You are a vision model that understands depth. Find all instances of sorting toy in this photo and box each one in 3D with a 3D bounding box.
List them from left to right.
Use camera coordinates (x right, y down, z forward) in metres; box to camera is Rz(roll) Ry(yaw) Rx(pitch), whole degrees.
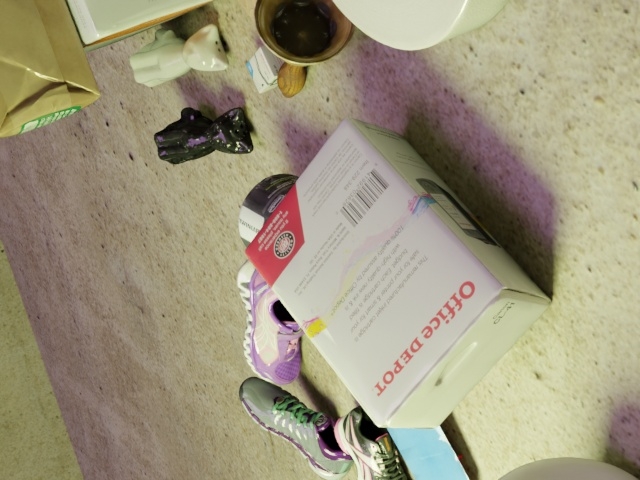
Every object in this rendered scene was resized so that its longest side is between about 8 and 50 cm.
[{"bbox_3d":[-0.101,-0.343,1.906,0.083,0.012,0.062,55,158,17],"label":"sorting toy"}]

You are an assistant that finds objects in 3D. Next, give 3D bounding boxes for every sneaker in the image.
[{"bbox_3d":[-0.061,0.136,2.151,0.104,0.095,0.236,22,132,40],"label":"sneaker"},{"bbox_3d":[-0.027,0.282,2.190,0.223,0.083,0.098,39,139,4],"label":"sneaker"},{"bbox_3d":[0.086,0.324,2.038,0.178,0.072,0.077,52,141,17],"label":"sneaker"}]

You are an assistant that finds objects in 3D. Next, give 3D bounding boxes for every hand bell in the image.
[{"bbox_3d":[-0.029,-0.240,1.782,0.126,0.126,0.242,61,168,12],"label":"hand bell"}]

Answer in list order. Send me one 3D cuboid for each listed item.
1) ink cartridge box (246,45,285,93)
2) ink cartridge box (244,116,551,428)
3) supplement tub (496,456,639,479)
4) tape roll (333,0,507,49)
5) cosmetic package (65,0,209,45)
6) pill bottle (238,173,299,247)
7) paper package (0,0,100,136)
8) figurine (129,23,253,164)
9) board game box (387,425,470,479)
[{"bbox_3d":[-0.071,-0.244,1.910,0.048,0.028,0.083,64,155,5],"label":"ink cartridge box"},{"bbox_3d":[0.083,0.040,1.612,0.226,0.131,0.306,-50,59,19],"label":"ink cartridge box"},{"bbox_3d":[0.274,0.431,1.553,0.235,0.235,0.325,44,147,40],"label":"supplement tub"},{"bbox_3d":[0.073,-0.396,1.447,0.392,0.072,0.392,46,148,39],"label":"tape roll"},{"bbox_3d":[-0.335,-0.383,2.083,0.453,0.230,0.161,1,112,64],"label":"cosmetic package"},{"bbox_3d":[0.000,0.000,1.857,0.245,0.130,0.130,29,136,53],"label":"pill bottle"},{"bbox_3d":[-0.488,-0.304,1.988,0.325,0.168,0.309,1,115,62],"label":"paper package"},{"bbox_3d":[-0.189,-0.227,2.111,0.209,0.092,0.215,1,112,55],"label":"figurine"},{"bbox_3d":[0.161,0.292,1.904,0.169,0.033,0.133,61,150,2],"label":"board game box"}]
